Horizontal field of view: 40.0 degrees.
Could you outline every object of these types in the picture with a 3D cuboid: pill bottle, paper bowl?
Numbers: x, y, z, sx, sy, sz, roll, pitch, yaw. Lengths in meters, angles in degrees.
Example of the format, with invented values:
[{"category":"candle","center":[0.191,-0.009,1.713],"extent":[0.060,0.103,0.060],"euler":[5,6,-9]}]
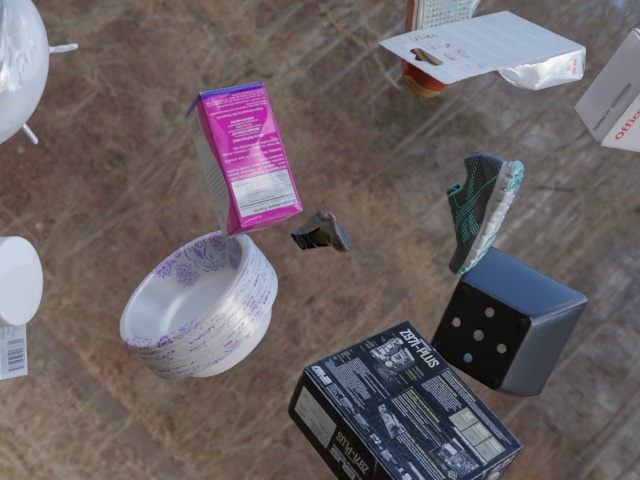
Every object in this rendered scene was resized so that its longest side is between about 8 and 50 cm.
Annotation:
[{"category":"pill bottle","center":[-0.410,0.044,0.911],"extent":[0.221,0.124,0.124],"euler":[-3,-34,14]},{"category":"paper bowl","center":[-0.201,0.127,1.556],"extent":[0.148,0.284,0.284],"euler":[55,-17,-28]}]

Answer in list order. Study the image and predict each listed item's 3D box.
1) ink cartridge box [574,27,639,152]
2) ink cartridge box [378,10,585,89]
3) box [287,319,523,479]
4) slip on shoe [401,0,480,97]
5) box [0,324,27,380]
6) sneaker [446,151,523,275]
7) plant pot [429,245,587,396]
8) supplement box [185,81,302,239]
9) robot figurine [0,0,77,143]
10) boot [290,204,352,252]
[{"category":"ink cartridge box","center":[0.485,-0.200,1.232],"extent":[0.148,0.203,0.086],"euler":[-60,-143,38]},{"category":"ink cartridge box","center":[0.175,-0.198,0.967],"extent":[0.145,0.179,0.045],"euler":[47,-30,50]},{"category":"box","center":[0.081,0.187,0.874],"extent":[0.180,0.147,0.078],"euler":[47,-41,28]},{"category":"slip on shoe","center":[0.175,-0.341,1.314],"extent":[0.123,0.331,0.101],"euler":[21,-40,-12]},{"category":"box","center":[-0.559,0.162,1.445],"extent":[0.137,0.126,0.072],"euler":[-1,2,23]},{"category":"sneaker","center":[0.183,-0.036,1.066],"extent":[0.076,0.065,0.167],"euler":[30,-61,18]},{"category":"plant pot","center":[0.276,0.135,1.371],"extent":[0.187,0.188,0.167],"euler":[30,17,25]},{"category":"supplement box","center":[-0.125,-0.126,1.410],"extent":[0.111,0.113,0.220],"euler":[-25,-100,67]},{"category":"robot figurine","center":[-0.434,-0.209,0.899],"extent":[0.353,0.300,0.200],"euler":[18,29,-37]},{"category":"boot","center":[0.000,0.000,1.896],"extent":[0.082,0.106,0.219],"euler":[58,1,-19]}]
